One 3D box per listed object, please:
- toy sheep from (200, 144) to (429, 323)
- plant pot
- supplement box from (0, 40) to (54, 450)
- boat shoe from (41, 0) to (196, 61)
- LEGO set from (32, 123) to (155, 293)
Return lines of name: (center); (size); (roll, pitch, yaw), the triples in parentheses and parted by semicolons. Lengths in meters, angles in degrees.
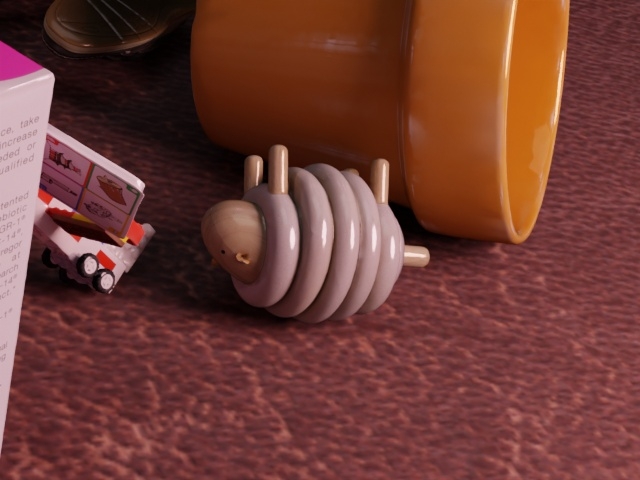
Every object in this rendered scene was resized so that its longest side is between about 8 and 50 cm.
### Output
toy sheep: (0.000, 0.000, 0.817); (0.132, 0.091, 0.091); (5, 35, -24)
plant pot: (0.034, -0.109, 0.909); (0.188, 0.205, 0.205); (6, 31, 16)
supplement box: (-0.188, 0.021, 0.592); (0.111, 0.220, 0.114); (33, 38, 24)
boat shoe: (-0.123, -0.136, 1.000); (0.056, 0.049, 0.152); (46, 37, 11)
LEGO set: (-0.160, -0.051, 0.735); (0.182, 0.244, 0.060); (32, 70, -2)
